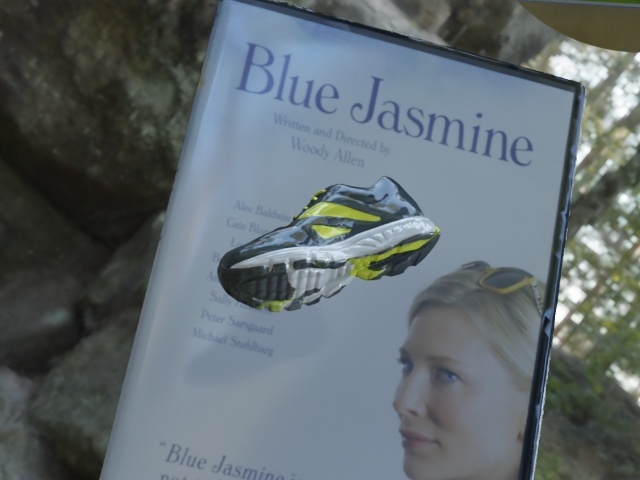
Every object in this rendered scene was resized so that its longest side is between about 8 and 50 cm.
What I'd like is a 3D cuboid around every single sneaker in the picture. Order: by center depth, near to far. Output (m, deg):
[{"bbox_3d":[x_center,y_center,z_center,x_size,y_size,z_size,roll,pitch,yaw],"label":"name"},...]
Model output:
[{"bbox_3d":[0.000,0.000,0.423,0.035,0.083,0.031,62,-29,31],"label":"sneaker"}]

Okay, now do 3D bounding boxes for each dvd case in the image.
[{"bbox_3d":[0.017,0.023,0.524,0.180,0.253,0.022,13,-18,-6],"label":"dvd case"}]

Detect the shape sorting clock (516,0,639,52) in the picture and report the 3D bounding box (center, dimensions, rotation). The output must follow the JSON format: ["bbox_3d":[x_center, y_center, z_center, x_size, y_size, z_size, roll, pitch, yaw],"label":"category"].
[{"bbox_3d":[0.171,-0.203,0.659,0.206,0.206,0.040,39,43,4],"label":"shape sorting clock"}]
